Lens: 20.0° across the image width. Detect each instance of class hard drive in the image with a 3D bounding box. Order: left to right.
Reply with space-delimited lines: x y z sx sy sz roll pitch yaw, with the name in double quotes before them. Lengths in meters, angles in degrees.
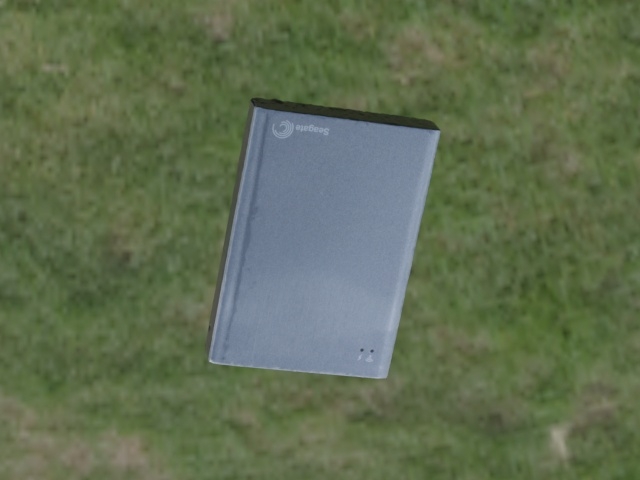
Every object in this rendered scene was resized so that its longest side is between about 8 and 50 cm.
"hard drive" 0.000 0.000 0.900 0.094 0.022 0.135 6 109 -15
